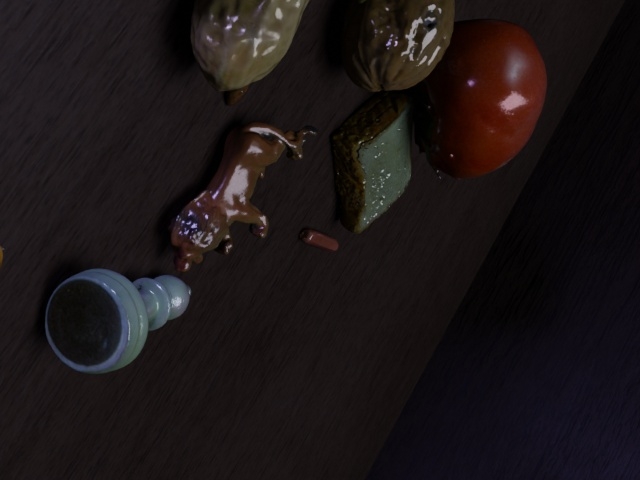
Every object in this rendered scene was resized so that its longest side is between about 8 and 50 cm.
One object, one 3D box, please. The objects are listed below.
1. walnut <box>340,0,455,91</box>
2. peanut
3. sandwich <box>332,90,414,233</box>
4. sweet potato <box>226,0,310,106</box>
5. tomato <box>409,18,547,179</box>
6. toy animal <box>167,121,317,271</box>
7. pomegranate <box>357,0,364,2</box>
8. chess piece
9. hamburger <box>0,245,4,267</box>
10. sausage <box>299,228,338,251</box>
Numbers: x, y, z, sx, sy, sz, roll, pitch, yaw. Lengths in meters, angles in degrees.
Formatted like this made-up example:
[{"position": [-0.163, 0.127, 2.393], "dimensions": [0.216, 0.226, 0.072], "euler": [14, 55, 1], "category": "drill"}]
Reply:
[{"position": [0.137, -0.378, 1.328], "dimensions": [0.198, 0.198, 0.245], "euler": [29, 79, -64], "category": "walnut"}, {"position": [-0.077, -0.345, 1.002], "dimensions": [0.313, 0.152, 0.152], "euler": [-62, 154, -1], "category": "peanut"}, {"position": [0.119, -0.170, 1.597], "dimensions": [0.226, 0.087, 0.251], "euler": [-47, 149, -34], "category": "sandwich"}, {"position": [-0.074, -0.319, 1.140], "dimensions": [0.255, 0.058, 0.078], "euler": [-57, 174, -7], "category": "sweet potato"}, {"position": [0.334, -0.302, 1.590], "dimensions": [0.272, 0.342, 0.341], "euler": [-15, 141, -3], "category": "tomato"}, {"position": [-0.136, -0.083, 1.192], "dimensions": [0.313, 0.097, 0.157], "euler": [-64, 148, -7], "category": "toy animal"}, {"position": [0.109, -0.544, 1.121], "dimensions": [0.358, 0.216, 0.310], "euler": [-41, -169, 30], "category": "pomegranate"}, {"position": [-0.262, 0.094, 1.096], "dimensions": [0.139, 0.139, 0.271], "euler": [-71, 165, 13], "category": "chess piece"}, {"position": [-0.439, 0.078, 0.697], "dimensions": [0.283, 0.144, 0.157], "euler": [-54, 152, -17], "category": "hamburger"}, {"position": [0.000, 0.000, 1.585], "dimensions": [0.147, 0.030, 0.035], "euler": [18, 97, -64], "category": "sausage"}]
